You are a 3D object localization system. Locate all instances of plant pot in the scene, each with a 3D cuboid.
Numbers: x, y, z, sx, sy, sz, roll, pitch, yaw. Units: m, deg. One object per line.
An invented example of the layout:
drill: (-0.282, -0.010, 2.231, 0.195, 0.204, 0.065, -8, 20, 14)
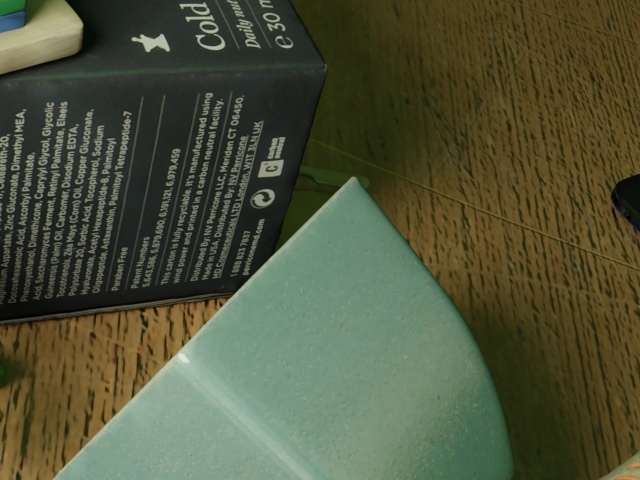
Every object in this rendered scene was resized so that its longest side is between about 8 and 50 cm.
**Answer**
plant pot: (-0.003, 0.155, 1.010, 0.252, 0.247, 0.248, 44, 45, -1)

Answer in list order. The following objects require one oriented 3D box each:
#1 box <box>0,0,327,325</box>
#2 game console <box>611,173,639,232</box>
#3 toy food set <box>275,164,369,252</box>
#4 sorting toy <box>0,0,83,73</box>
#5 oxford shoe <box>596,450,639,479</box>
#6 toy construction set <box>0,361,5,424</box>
box: (-0.315, -0.185, 1.206, 0.472, 0.297, 0.480, -8, 49, -24)
game console: (0.513, -0.040, 1.444, 0.250, 0.173, 0.293, -18, 54, -34)
toy food set: (0.000, 0.000, 1.306, 0.132, 0.038, 0.192, 10, 38, -16)
sorting toy: (-0.339, -0.214, 0.947, 0.257, 0.089, 0.255, -22, 57, -34)
oxford shoe: (0.246, 0.201, 1.014, 0.140, 0.146, 0.397, 24, 9, 37)
toy construction set: (-0.306, 0.116, 0.908, 0.257, 0.309, 0.237, -23, 62, -27)
